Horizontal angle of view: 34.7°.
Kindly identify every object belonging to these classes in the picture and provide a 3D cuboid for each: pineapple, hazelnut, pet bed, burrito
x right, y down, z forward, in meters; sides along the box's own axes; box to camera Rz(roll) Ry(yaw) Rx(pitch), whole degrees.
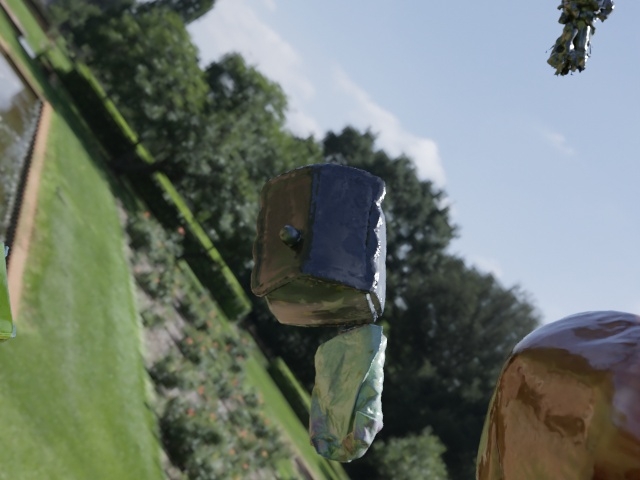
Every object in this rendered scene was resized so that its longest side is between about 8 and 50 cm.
[{"bbox_3d":[0.444,-0.438,1.640,0.175,0.361,0.175,23,0,0],"label":"pineapple"},{"bbox_3d":[0.378,0.258,1.293,0.372,0.315,0.372,16,-29,9],"label":"hazelnut"},{"bbox_3d":[0.000,0.000,1.452,0.159,0.183,0.210,71,21,-56],"label":"pet bed"},{"bbox_3d":[0.047,0.242,1.604,0.089,0.144,0.229,40,35,-28],"label":"burrito"}]

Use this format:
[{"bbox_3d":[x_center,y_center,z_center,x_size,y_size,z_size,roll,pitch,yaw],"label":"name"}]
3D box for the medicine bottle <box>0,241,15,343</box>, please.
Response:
[{"bbox_3d":[-0.505,0.060,1.228,0.250,0.141,0.137,20,51,-58],"label":"medicine bottle"}]
